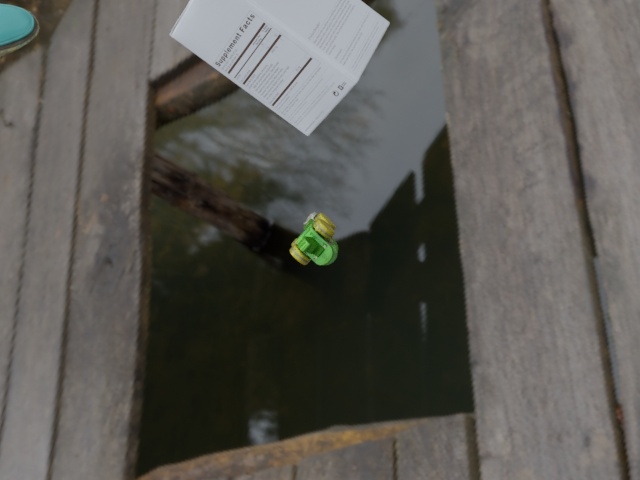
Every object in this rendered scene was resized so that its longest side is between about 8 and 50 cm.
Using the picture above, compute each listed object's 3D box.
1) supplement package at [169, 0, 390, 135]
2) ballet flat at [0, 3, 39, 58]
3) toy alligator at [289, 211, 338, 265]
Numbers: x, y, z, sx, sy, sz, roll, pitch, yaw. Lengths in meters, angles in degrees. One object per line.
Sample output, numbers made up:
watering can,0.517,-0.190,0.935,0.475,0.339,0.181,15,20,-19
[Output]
supplement package,-0.067,-0.355,1.634,0.175,0.293,0.177,-42,16,50
ballet flat,-0.714,-0.370,1.847,0.123,0.348,0.123,44,143,48
toy alligator,0.000,0.000,1.244,0.056,0.051,0.189,-47,6,10
